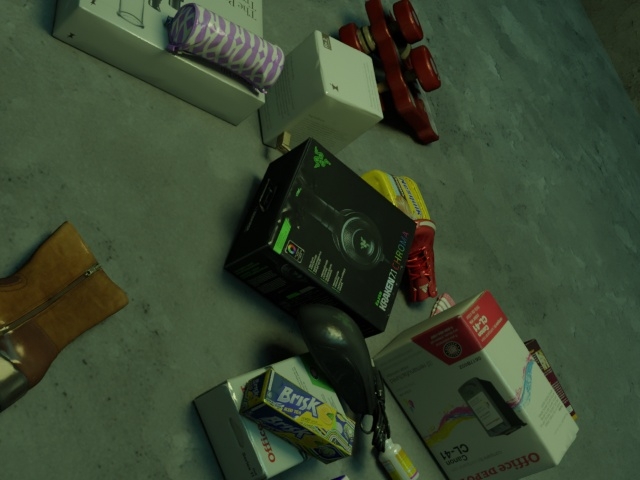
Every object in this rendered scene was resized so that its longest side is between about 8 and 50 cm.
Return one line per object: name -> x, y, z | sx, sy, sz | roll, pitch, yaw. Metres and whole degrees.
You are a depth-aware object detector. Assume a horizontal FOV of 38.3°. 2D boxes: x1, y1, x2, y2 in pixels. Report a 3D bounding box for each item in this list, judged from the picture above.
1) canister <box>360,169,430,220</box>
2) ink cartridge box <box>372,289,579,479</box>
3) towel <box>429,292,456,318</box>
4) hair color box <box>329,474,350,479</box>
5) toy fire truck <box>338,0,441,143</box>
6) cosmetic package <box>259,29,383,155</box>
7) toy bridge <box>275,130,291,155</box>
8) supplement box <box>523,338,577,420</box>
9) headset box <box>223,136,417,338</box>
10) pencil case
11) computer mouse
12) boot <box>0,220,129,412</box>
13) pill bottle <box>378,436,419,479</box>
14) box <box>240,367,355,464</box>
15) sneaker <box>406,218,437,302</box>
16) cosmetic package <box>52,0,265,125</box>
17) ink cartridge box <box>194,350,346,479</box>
canister -> 0.144, -0.072, 1.831 | 0.170, 0.073, 0.126 | 7, 60, -63
ink cartridge box -> 0.273, 0.274, 1.636 | 0.306, 0.226, 0.131 | 57, 38, 2
towel -> 0.266, 0.210, 1.835 | 0.144, 0.029, 0.197 | 46, 39, -13
hair color box -> 0.041, 0.530, 1.299 | 0.185, 0.110, 0.338 | -25, 85, -53
toy fire truck -> 0.178, -0.385, 2.083 | 0.254, 0.169, 0.302 | 34, 37, -64
cosmetic package -> -0.004, -0.267, 1.753 | 0.151, 0.184, 0.151 | 17, 53, -40
toy bridge -> -0.006, -0.130, 1.727 | 0.188, 0.026, 0.063 | 32, 46, -29
supplement box -> 0.436, 0.311, 1.905 | 0.104, 0.081, 0.188 | -17, 78, -51
headset box -> 0.000, 0.000, 1.580 | 0.283, 0.131, 0.246 | 38, 52, -22
pencil case -> -0.159, -0.326, 1.564 | 0.206, 0.086, 0.088 | 19, 90, -36
computer mouse -> 0.054, 0.194, 1.484 | 0.272, 0.072, 0.188 | 56, 14, -33
boot -> -0.395, 0.043, 1.179 | 0.264, 0.096, 0.280 | 50, 37, -8
pill bottle -> 0.127, 0.372, 1.554 | 0.083, 0.043, 0.043 | 56, 37, -1
box -> -0.030, 0.253, 1.316 | 0.169, 0.054, 0.059 | 36, 43, -25
sneaker -> 0.196, 0.044, 1.775 | 0.221, 0.087, 0.128 | 46, 31, -67
cosmetic package -> -0.272, -0.404, 1.635 | 0.377, 0.097, 0.284 | 23, 52, -36
ink cartridge box -> -0.068, 0.266, 1.382 | 0.208, 0.087, 0.153 | -9, 72, -51
